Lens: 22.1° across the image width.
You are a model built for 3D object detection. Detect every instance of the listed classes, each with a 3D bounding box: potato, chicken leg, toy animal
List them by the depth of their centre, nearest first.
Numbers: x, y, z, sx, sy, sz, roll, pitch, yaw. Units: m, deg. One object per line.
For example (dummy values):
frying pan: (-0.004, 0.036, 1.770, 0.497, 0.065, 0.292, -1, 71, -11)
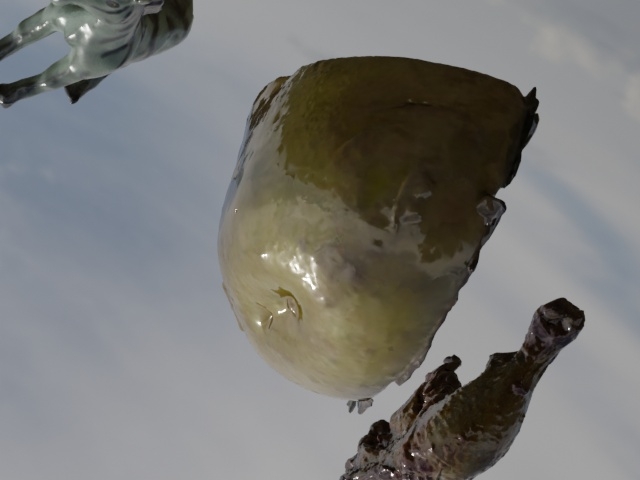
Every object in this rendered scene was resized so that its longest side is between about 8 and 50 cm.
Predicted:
potato: (0.000, 0.000, 0.742, 0.098, 0.138, 0.243, 21, 166, -9)
toy animal: (-0.183, -0.158, 1.265, 0.255, 0.170, 0.090, -80, -34, -81)
chicken leg: (0.129, 0.165, 1.561, 0.083, 0.322, 0.177, 38, -125, -13)
